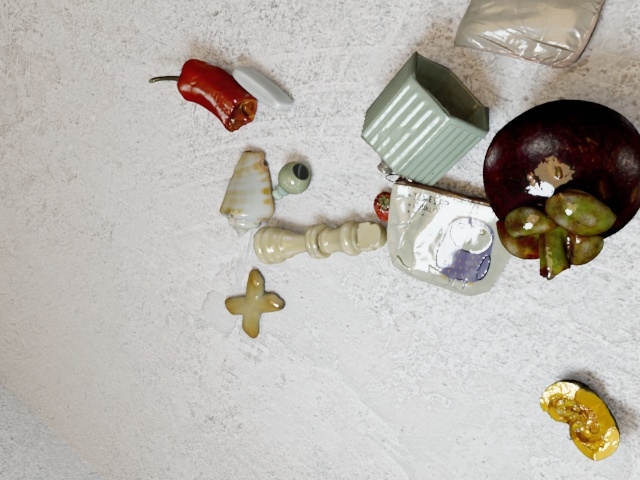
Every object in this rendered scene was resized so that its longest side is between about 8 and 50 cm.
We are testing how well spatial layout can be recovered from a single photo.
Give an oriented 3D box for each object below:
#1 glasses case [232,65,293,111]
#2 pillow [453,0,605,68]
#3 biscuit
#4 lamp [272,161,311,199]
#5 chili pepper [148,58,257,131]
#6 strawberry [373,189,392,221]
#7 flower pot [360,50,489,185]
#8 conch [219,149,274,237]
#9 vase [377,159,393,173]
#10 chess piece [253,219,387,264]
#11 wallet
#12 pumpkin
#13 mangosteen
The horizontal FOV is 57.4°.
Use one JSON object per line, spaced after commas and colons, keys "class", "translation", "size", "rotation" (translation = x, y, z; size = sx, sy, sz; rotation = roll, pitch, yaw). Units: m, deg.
{"class": "glasses case", "translation": [-0.157, -0.413, 1.591], "size": [0.197, 0.076, 0.049], "rotation": [40, 123, 16]}
{"class": "pillow", "translation": [0.417, -0.452, 1.181], "size": [0.270, 0.067, 0.173], "rotation": [24, 114, 25]}
{"class": "biscuit", "translation": [-0.217, 0.205, 1.874], "size": [0.164, 0.047, 0.208], "rotation": [51, 128, 11]}
{"class": "lamp", "translation": [-0.093, -0.157, 1.641], "size": [0.091, 0.091, 0.163], "rotation": [59, 142, 3]}
{"class": "chili pepper", "translation": [-0.335, -0.448, 1.665], "size": [0.338, 0.134, 0.131], "rotation": [36, 141, 20]}
{"class": "strawberry", "translation": [0.169, -0.084, 1.495], "size": [0.073, 0.073, 0.083], "rotation": [33, 159, 22]}
{"class": "flower pot", "translation": [0.228, -0.264, 1.290], "size": [0.239, 0.209, 0.189], "rotation": [51, 127, 8]}
{"class": "conch", "translation": [-0.225, -0.130, 1.708], "size": [0.158, 0.127, 0.255], "rotation": [11, 112, 32]}
{"class": "vase", "translation": [0.173, -0.217, 1.445], "size": [0.053, 0.053, 0.100], "rotation": [32, 126, 22]}
{"class": "chess piece", "translation": [0.000, 0.000, 1.607], "size": [0.397, 0.117, 0.117], "rotation": [-5, 103, 35]}
{"class": "wallet", "translation": [0.299, -0.010, 1.401], "size": [0.335, 0.068, 0.274], "rotation": [17, 120, 17]}
{"class": "pumpkin", "translation": [0.596, 0.395, 1.335], "size": [0.119, 0.108, 0.183], "rotation": [-47, 70, 29]}
{"class": "mangosteen", "translation": [0.456, -0.094, 1.112], "size": [0.307, 0.346, 0.307], "rotation": [17, 152, 9]}
